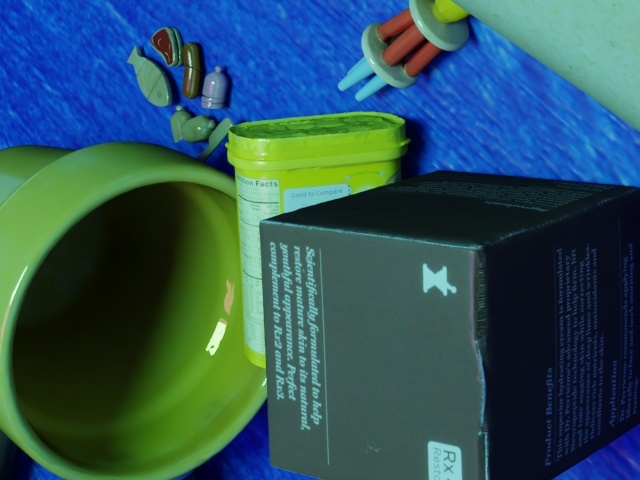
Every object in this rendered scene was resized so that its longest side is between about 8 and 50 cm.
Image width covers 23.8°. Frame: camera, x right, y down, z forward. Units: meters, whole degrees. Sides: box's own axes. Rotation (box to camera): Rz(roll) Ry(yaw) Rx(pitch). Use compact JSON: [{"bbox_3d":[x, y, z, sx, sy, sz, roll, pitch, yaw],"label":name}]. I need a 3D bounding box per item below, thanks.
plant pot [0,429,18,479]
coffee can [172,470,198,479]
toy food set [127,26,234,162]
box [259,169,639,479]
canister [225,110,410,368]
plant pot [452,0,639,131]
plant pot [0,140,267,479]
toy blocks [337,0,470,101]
[{"bbox_3d":[-0.354,0.201,1.413,0.167,0.167,0.165,33,112,29],"label":"plant pot"},{"bbox_3d":[-0.161,0.337,1.252,0.201,0.201,0.275,-17,90,41],"label":"coffee can"},{"bbox_3d":[-0.105,-0.122,1.210,0.078,0.019,0.122,-46,64,37],"label":"toy food set"},{"bbox_3d":[0.089,0.055,0.975,0.167,0.203,0.169,8,106,38],"label":"box"},{"bbox_3d":[0.000,0.000,1.088,0.073,0.126,0.170,-142,47,-67],"label":"canister"},{"bbox_3d":[0.195,-0.189,0.778,0.305,0.334,0.334,45,126,9],"label":"plant pot"},{"bbox_3d":[-0.184,0.031,1.183,0.239,0.254,0.254,29,119,49],"label":"plant pot"},{"bbox_3d":[0.051,-0.173,1.045,0.148,0.054,0.123,-35,80,40],"label":"toy blocks"}]
